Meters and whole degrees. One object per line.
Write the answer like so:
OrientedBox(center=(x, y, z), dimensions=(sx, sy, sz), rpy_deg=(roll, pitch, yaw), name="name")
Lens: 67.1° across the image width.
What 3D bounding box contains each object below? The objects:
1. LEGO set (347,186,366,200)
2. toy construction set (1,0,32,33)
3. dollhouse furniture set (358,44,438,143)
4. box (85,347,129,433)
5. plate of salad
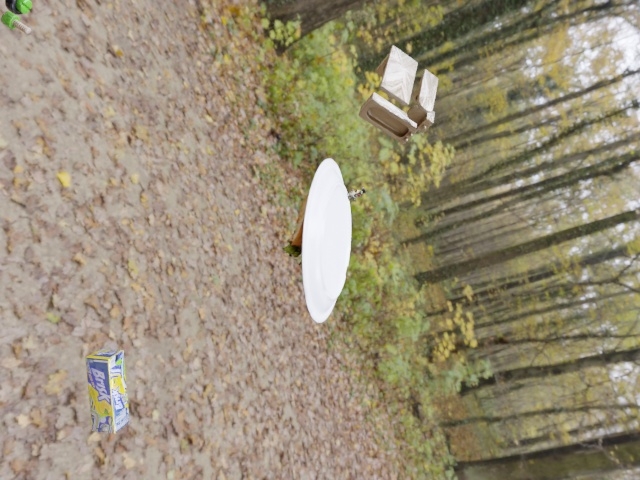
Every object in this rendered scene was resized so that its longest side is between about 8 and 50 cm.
OrientedBox(center=(0.036, -0.070, 0.749), dimensions=(0.054, 0.083, 0.023), rpy_deg=(-17, 85, -49), name="LEGO set")
OrientedBox(center=(-0.784, -0.562, 0.975), dimensions=(0.237, 0.257, 0.309), rpy_deg=(33, 37, -6), name="toy construction set")
OrientedBox(center=(0.139, -0.235, 0.898), dimensions=(0.144, 0.151, 0.123), rpy_deg=(29, 52, -15), name="dollhouse furniture set")
OrientedBox(center=(-0.456, 0.321, 1.034), dimensions=(0.054, 0.059, 0.169), rpy_deg=(-36, 127, -75), name="box")
OrientedBox(center=(0.000, 0.000, 0.595), dimensions=(0.200, 0.048, 0.200), rpy_deg=(3, 90, -74), name="plate of salad")
